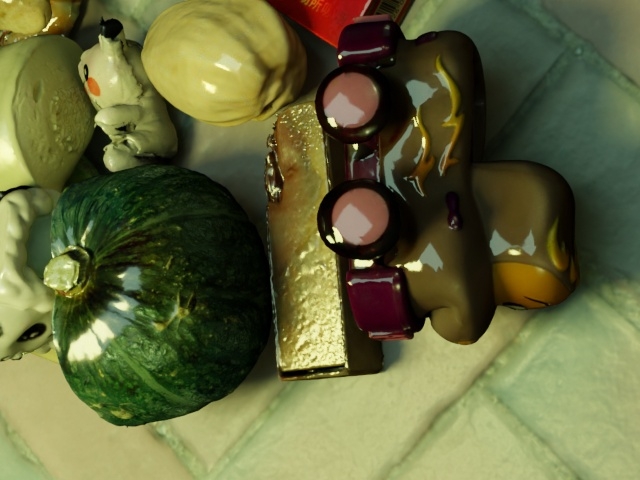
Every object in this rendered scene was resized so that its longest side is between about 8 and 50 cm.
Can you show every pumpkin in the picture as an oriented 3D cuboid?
[{"bbox_3d":[-0.164,0.050,1.556,0.197,0.263,0.293,-14,74,19],"label":"pumpkin"}]

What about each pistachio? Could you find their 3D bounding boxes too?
[{"bbox_3d":[-0.115,-0.212,1.597,0.229,0.157,0.157,19,96,47],"label":"pistachio"}]

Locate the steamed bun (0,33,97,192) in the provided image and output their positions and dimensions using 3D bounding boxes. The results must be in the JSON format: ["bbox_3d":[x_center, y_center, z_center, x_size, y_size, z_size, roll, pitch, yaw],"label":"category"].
[{"bbox_3d":[-0.396,-0.148,1.711,0.200,0.154,0.250,-11,40,22],"label":"steamed bun"}]

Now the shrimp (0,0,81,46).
[{"bbox_3d":[-0.440,-0.277,1.847,0.317,0.062,0.164,-29,73,20],"label":"shrimp"}]

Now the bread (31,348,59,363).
[{"bbox_3d":[-0.337,0.082,1.758,0.178,0.060,0.139,18,85,31],"label":"bread"}]

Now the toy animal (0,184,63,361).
[{"bbox_3d":[-0.347,0.044,1.598,0.208,0.156,0.204,-26,59,45],"label":"toy animal"}]

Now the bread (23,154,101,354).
[{"bbox_3d":[-0.384,0.008,1.748,0.301,0.045,0.301,-11,61,20],"label":"bread"}]

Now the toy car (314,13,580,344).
[{"bbox_3d":[0.134,-0.063,1.412,0.240,0.271,0.340,-5,83,11],"label":"toy car"}]

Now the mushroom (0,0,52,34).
[{"bbox_3d":[-0.371,-0.407,1.753,0.123,0.095,0.351,-4,57,3],"label":"mushroom"}]

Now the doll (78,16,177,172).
[{"bbox_3d":[-0.235,-0.167,1.691,0.095,0.149,0.192,-15,89,0],"label":"doll"}]

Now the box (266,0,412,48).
[{"bbox_3d":[0.050,-0.384,1.562,0.197,0.089,0.313,36,103,28],"label":"box"}]

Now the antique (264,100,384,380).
[{"bbox_3d":[0.000,0.000,1.563,0.093,0.087,0.310,-8,83,30],"label":"antique"}]
